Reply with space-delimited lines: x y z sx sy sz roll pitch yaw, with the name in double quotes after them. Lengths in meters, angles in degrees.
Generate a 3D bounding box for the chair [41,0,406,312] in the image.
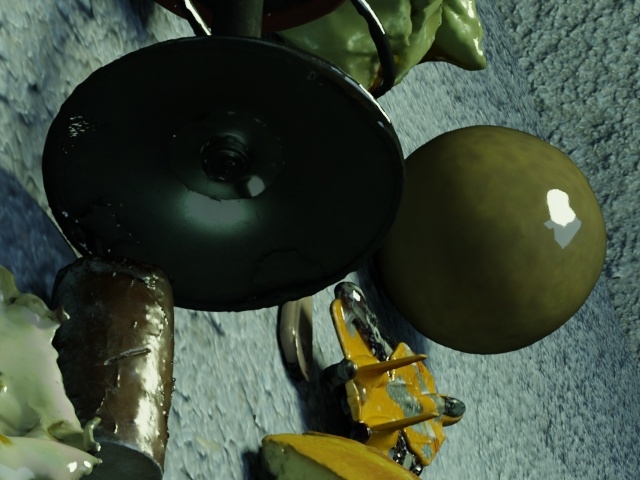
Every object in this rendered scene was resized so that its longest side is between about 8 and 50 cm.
-0.059 -0.165 1.178 0.401 0.226 0.226 -91 158 -48 "chair"

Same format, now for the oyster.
-0.168 0.077 0.849 0.133 0.072 0.209 40 16 -53 "oyster"

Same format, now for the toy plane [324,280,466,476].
0.072 0.153 1.554 0.316 0.103 0.204 41 37 -75 "toy plane"

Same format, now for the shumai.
0.059 -0.293 1.634 0.397 0.324 0.323 -95 180 -51 "shumai"

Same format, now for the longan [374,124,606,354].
0.179 -0.001 1.795 0.258 0.258 0.258 -17 90 -75 "longan"

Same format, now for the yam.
-0.123 0.077 0.980 0.079 0.079 0.141 57 23 -46 "yam"

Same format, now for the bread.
0.043 0.252 1.262 0.129 0.134 0.260 33 42 -66 "bread"

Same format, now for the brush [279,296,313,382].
0.001 -0.002 1.521 0.313 0.067 0.072 -87 156 -47 "brush"
